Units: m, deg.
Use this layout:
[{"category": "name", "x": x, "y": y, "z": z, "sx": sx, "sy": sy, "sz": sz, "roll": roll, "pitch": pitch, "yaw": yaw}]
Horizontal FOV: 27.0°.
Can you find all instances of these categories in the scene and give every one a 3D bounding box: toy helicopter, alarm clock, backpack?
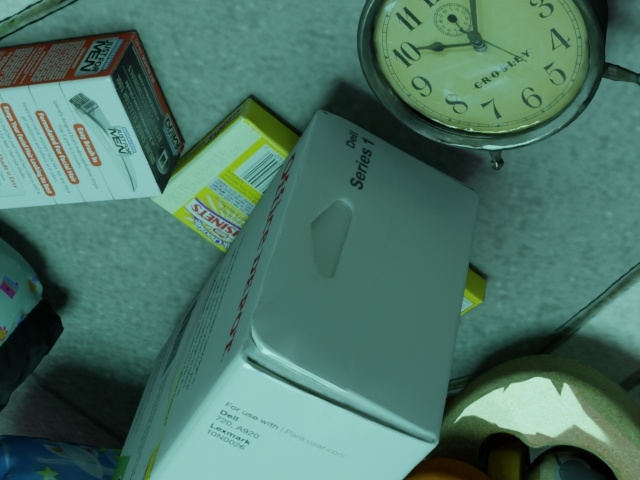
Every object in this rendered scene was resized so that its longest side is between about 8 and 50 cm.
[{"category": "toy helicopter", "x": 0.216, "y": 0.233, "z": 0.908, "sx": 0.235, "sy": 0.140, "sz": 0.355, "roll": -30, "pitch": 96, "yaw": 19}, {"category": "alarm clock", "x": 0.074, "y": -0.126, "z": 0.706, "sx": 0.129, "sy": 0.064, "sz": 0.192, "roll": -30, "pitch": 122, "yaw": 36}, {"category": "backpack", "x": -0.276, "y": 0.038, "z": 0.923, "sx": 0.182, "sy": 0.152, "sz": 0.115, "roll": 46, "pitch": 124, "yaw": -11}]

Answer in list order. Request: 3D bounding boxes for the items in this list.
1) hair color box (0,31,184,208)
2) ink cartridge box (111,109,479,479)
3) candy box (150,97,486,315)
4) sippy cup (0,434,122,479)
[{"category": "hair color box", "x": -0.182, "y": -0.071, "z": 0.838, "sx": 0.167, "sy": 0.053, "sz": 0.093, "roll": -3, "pitch": 131, "yaw": 20}, {"category": "ink cartridge box", "x": -0.028, "y": 0.091, "z": 0.807, "sx": 0.117, "sy": 0.201, "sz": 0.278, "roll": 26, "pitch": 134, "yaw": -10}, {"category": "candy box", "x": 0.000, "y": 0.000, "z": 0.875, "sx": 0.206, "sy": 0.027, "sz": 0.105, "roll": 37, "pitch": 134, "yaw": -20}, {"category": "sippy cup", "x": -0.158, "y": 0.249, "z": 0.971, "sx": 0.224, "sy": 0.240, "sz": 0.305, "roll": 21, "pitch": 152, "yaw": -23}]
